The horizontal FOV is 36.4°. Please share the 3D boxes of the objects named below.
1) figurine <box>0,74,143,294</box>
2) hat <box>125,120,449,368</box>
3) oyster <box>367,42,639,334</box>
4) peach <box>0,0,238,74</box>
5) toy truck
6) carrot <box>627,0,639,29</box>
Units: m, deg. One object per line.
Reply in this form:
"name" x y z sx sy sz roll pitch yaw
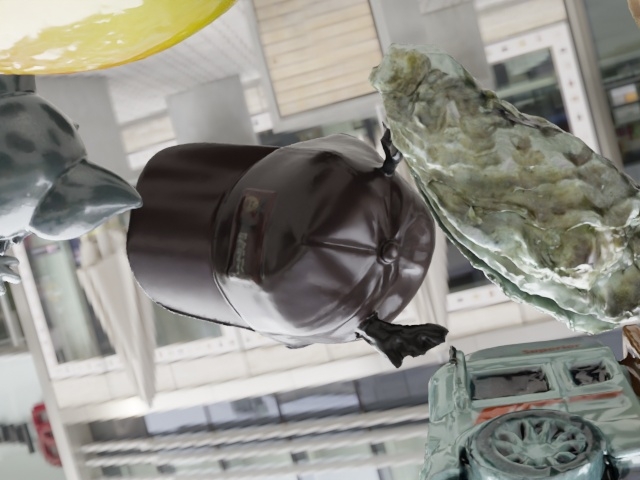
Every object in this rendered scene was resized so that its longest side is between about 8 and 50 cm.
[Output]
"figurine" -0.310 -0.049 0.778 0.265 0.193 0.140 -22 167 -42
"hat" -0.010 -0.001 0.959 0.336 0.238 0.209 5 180 -25
"oyster" 0.162 -0.035 0.705 0.268 0.198 0.112 19 126 -34
"peach" -0.110 -0.173 0.359 0.231 0.230 0.231 -15 -176 1
"toy truck" 0.197 0.103 0.441 0.306 0.136 0.162 -7 -160 5
"carrot" 0.346 -0.231 0.707 0.341 0.241 0.241 3 177 -23
